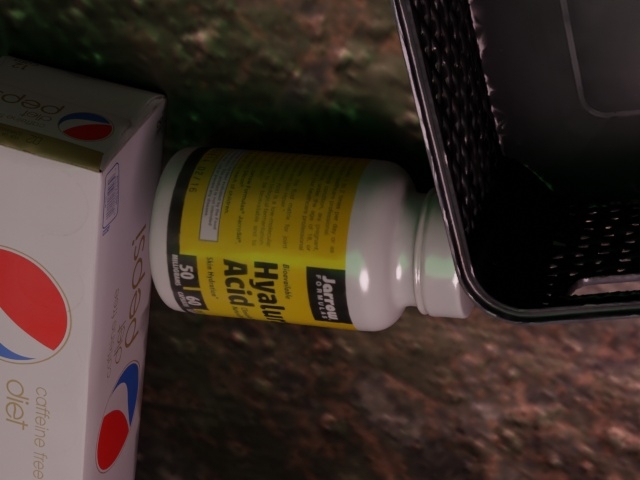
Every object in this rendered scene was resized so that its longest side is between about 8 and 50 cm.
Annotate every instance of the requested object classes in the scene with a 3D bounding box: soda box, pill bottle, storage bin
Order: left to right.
[{"bbox_3d":[-0.116,0.038,0.643,0.074,0.069,0.216,15,123,10],"label":"soda box"},{"bbox_3d":[0.000,0.000,0.583,0.116,0.065,0.065,4,121,16],"label":"pill bottle"},{"bbox_3d":[0.096,-0.072,0.496,0.122,0.084,0.180,-5,117,22],"label":"storage bin"}]
